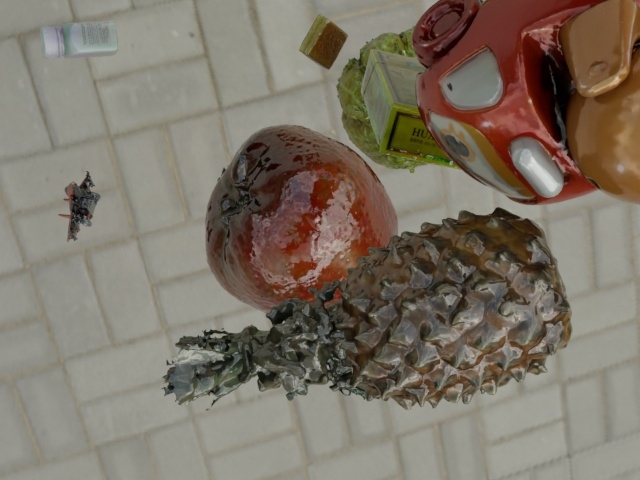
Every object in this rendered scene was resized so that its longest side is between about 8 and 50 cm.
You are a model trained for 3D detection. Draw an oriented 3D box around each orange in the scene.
[{"bbox_3d":[0.190,-0.276,1.868,0.301,0.223,0.300,-14,125,-2],"label":"orange"}]

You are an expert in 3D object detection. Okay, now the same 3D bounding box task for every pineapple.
[{"bbox_3d":[0.039,0.084,0.832,0.361,0.175,0.175,-16,113,7],"label":"pineapple"}]

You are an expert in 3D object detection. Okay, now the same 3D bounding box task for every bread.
[{"bbox_3d":[0.008,-0.415,1.939,0.090,0.035,0.094,-59,148,7],"label":"bread"}]

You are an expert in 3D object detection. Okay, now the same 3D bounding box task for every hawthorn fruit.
[{"bbox_3d":[0.000,0.000,1.392,0.369,0.285,0.285,37,96,-31],"label":"hawthorn fruit"}]

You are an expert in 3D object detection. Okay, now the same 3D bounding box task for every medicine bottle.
[{"bbox_3d":[-0.399,-0.330,1.527,0.117,0.074,0.055,-9,98,-20],"label":"medicine bottle"}]

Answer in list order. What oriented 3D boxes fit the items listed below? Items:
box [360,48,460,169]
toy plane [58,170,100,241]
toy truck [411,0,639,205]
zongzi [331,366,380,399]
[{"bbox_3d":[0.127,-0.151,1.056,0.140,0.220,0.064,10,117,-9],"label":"box"},{"bbox_3d":[-0.410,-0.067,1.581,0.061,0.189,0.130,19,72,-14],"label":"toy plane"},{"bbox_3d":[0.206,-0.110,0.771,0.264,0.239,0.189,-25,130,32],"label":"toy truck"},{"bbox_3d":[0.122,0.176,2.093,0.318,0.383,0.362,18,90,5],"label":"zongzi"}]
